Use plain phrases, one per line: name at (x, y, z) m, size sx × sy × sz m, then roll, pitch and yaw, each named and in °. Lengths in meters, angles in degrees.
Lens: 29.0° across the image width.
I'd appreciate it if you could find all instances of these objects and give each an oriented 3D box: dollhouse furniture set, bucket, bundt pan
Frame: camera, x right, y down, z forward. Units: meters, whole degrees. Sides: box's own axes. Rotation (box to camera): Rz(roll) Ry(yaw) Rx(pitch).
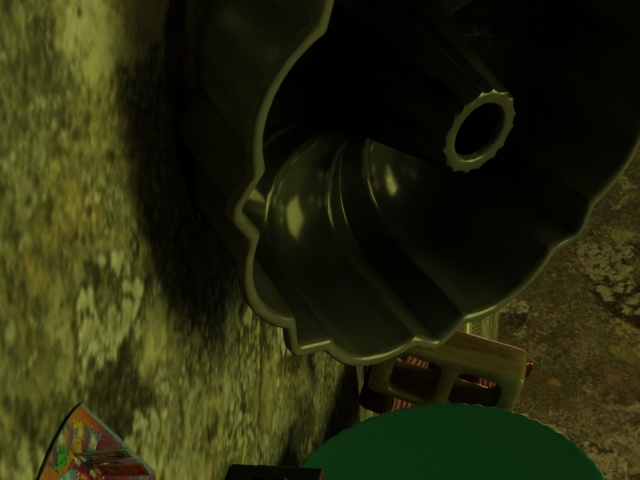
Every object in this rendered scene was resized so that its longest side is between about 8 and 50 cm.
dollhouse furniture set at (0.131, 0.085, 1.076) m, size 0.201 × 0.152 × 0.374 m, roll -69°, pitch 175°, yaw -57°
bucket at (0.094, 0.264, 0.907) m, size 0.281 × 0.281 × 0.183 m, roll -69°, pitch 155°, yaw -57°
bundt pan at (0.055, -0.094, 0.731) m, size 0.331 × 0.124 × 0.331 m, roll -25°, pitch 138°, yaw -25°

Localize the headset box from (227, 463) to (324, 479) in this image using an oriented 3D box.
headset box at (-0.027, 0.181, 0.808) m, size 0.032 × 0.062 × 0.083 m, roll -75°, pitch 162°, yaw -50°

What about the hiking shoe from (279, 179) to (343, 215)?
hiking shoe at (0.000, 0.000, 0.924) m, size 0.114 × 0.086 × 0.227 m, roll -64°, pitch 153°, yaw -26°

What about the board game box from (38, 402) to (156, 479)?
board game box at (-0.092, 0.158, 0.582) m, size 0.169 × 0.033 × 0.133 m, roll 67°, pitch 27°, yaw -60°

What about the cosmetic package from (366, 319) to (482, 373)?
cosmetic package at (0.118, -0.004, 1.340) m, size 0.160 × 0.113 × 0.309 m, roll 9°, pitch 82°, yaw -78°
